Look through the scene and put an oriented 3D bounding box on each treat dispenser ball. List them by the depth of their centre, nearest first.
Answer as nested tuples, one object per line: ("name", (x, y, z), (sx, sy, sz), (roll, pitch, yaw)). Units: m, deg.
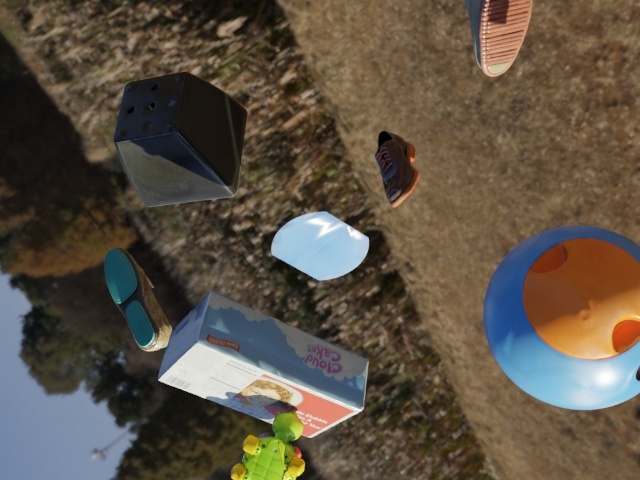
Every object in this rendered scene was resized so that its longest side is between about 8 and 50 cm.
("treat dispenser ball", (0.403, 0.120, 1.240), (0.288, 0.288, 0.288), (50, 168, 15))

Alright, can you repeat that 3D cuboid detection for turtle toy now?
("turtle toy", (-0.065, 0.308, 1.135), (0.095, 0.130, 0.066), (25, -166, 8))

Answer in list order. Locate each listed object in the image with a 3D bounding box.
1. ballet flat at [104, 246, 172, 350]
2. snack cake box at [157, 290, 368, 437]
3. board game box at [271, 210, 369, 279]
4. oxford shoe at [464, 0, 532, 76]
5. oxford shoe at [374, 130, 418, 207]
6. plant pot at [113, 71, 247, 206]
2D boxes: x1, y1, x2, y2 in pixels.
("ballet flat", (-0.314, 0.104, 1.369), (0.067, 0.073, 0.206), (22, -143, -59))
("snack cake box", (-0.082, 0.187, 1.150), (0.264, 0.089, 0.152), (26, 140, -19))
("board game box", (0.000, 0.000, 1.373), (0.169, 0.133, 0.033), (30, -145, -32))
("oxford shoe", (0.378, -0.573, 1.770), (0.146, 0.140, 0.397), (30, 127, 53))
("oxford shoe", (0.168, -0.173, 1.893), (0.098, 0.097, 0.271), (37, -153, -19))
("plant pot", (-0.255, -0.188, 1.381), (0.167, 0.188, 0.187), (51, -142, -56))
